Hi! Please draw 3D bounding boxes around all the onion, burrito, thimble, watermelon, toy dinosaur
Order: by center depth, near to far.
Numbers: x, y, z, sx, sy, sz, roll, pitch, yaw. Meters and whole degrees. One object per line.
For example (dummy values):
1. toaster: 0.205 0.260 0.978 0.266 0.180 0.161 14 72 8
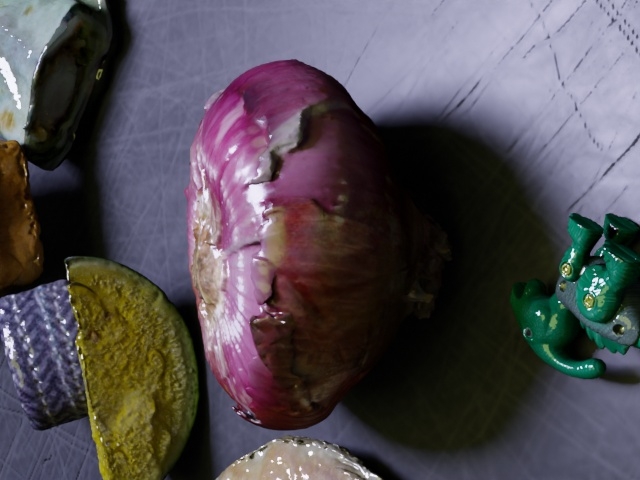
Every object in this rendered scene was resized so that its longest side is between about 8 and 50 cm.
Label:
1. toy dinosaur: 0.163 0.042 0.928 0.132 0.059 0.096 45 125 42
2. onion: 0.000 0.000 1.013 0.230 0.163 0.230 173 90 -81
3. watermelon: -0.144 0.100 1.169 0.075 0.092 0.181 -19 83 53
4. thimble: -0.201 0.086 1.207 0.095 0.066 0.104 140 113 -83
5. burrito: -0.265 -0.161 1.288 0.229 0.089 0.144 28 103 36

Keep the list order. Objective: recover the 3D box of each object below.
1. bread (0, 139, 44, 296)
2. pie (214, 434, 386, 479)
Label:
1. bread: -0.309 -0.001 1.291 0.271 0.077 0.139 -19 80 54
2. pie: -0.014 0.230 1.038 0.185 0.052 0.218 -22 54 40
